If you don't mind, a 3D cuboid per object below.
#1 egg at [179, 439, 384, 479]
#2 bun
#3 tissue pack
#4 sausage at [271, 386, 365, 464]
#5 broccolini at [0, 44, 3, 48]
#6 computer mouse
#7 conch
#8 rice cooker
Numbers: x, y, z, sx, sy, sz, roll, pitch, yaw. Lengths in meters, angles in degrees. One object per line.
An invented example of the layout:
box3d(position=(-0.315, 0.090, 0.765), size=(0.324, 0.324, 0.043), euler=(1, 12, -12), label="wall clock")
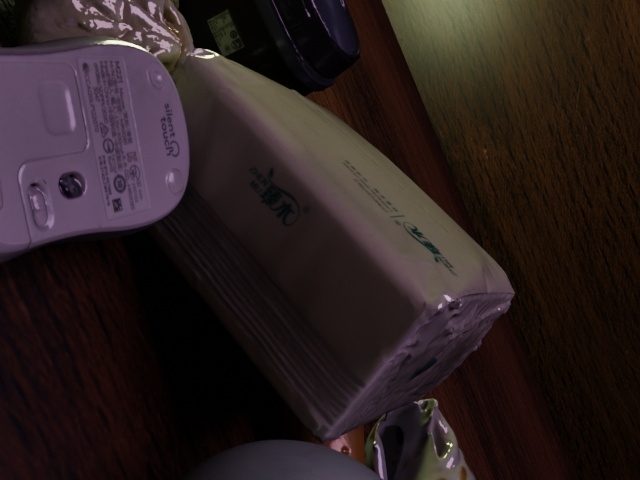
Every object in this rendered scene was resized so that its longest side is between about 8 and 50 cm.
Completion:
box3d(position=(-0.010, 0.305, 0.622), size=(0.371, 0.229, 0.230), euler=(50, 27, -49), label="egg")
box3d(position=(-0.215, -0.217, 0.773), size=(0.231, 0.133, 0.231), euler=(53, 26, -40), label="bun")
box3d(position=(0.000, 0.000, 0.790), size=(0.380, 0.207, 0.297), euler=(46, 18, 21), label="tissue pack")
box3d(position=(-0.002, 0.223, 0.887), size=(0.134, 0.115, 0.354), euler=(85, -1, -58), label="sausage")
box3d(position=(-0.325, -0.193, 0.631), size=(0.057, 0.071, 0.254), euler=(-42, 106, -24), label="broccolini")
box3d(position=(-0.231, -0.072, 0.581), size=(0.297, 0.121, 0.184), euler=(-37, 118, -62), label="computer mouse")
box3d(position=(0.143, 0.380, 1.045), size=(0.149, 0.182, 0.275), euler=(114, -21, -57), label="conch")
box3d(position=(-0.081, -0.322, 1.074), size=(0.267, 0.224, 0.267), euler=(53, 25, -39), label="rice cooker")
